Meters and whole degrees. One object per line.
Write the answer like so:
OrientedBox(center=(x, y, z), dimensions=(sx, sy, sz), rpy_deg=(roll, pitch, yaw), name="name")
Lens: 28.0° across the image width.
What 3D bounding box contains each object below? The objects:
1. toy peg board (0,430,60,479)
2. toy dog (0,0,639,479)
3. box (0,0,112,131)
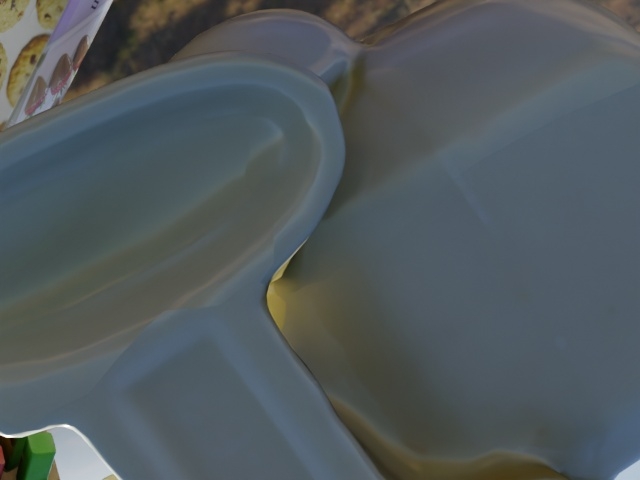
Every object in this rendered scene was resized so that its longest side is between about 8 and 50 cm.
OrientedBox(center=(-0.275, 0.136, 0.947), dimensions=(0.160, 0.161, 0.079), rpy_deg=(-2, 134, -28), name="toy peg board")
OrientedBox(center=(0.000, 0.000, 0.618), dimensions=(0.395, 0.284, 0.408), rpy_deg=(-45, -169, -4), name="toy dog")
OrientedBox(center=(-0.187, -0.158, 0.864), dimensions=(0.324, 0.067, 0.063), rpy_deg=(-62, 169, 2), name="box")
